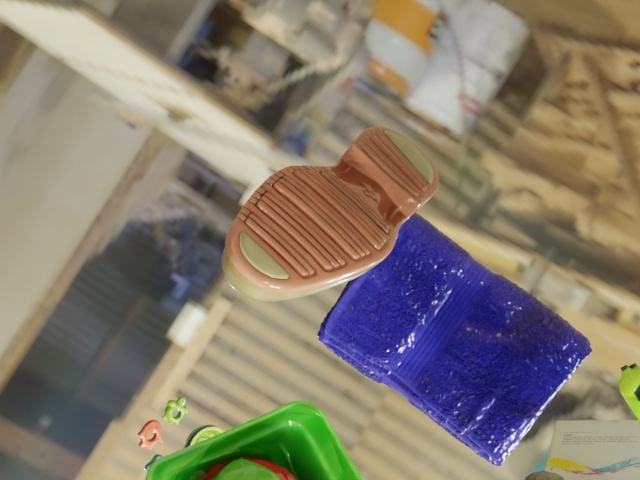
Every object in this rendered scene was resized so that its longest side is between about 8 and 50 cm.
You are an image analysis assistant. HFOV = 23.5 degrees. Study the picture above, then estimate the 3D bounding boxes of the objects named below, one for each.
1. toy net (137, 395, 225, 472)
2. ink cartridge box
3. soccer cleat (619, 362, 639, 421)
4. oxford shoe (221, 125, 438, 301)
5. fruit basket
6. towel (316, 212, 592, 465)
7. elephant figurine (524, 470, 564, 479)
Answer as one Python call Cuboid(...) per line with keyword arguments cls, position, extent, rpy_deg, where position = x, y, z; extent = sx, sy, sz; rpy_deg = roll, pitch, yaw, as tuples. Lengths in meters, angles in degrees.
Cuboid(cls="toy net", position=(-0.237, 0.342, 2.205), extent=(0.122, 0.232, 0.045), rpy_deg=(48, 165, -30))
Cuboid(cls="ink cartridge box", position=(0.332, 0.312, 1.798), extent=(0.127, 0.176, 0.128), rpy_deg=(-3, 127, 22))
Cuboid(cls="soccer cleat", position=(0.401, 0.136, 1.632), extent=(0.060, 0.179, 0.072), rpy_deg=(-4, -114, -55))
Cuboid(cls="oxford shoe", position=(0.000, 0.000, 1.657), extent=(0.140, 0.146, 0.397), rpy_deg=(47, -148, 9))
Cuboid(cls="fruit basket", position=(-0.007, 0.338, 1.514), extent=(0.283, 0.392, 0.392), rpy_deg=(-19, -144, -41))
Cuboid(cls="towel", position=(0.167, 0.132, 1.992), extent=(0.308, 0.228, 0.076), rpy_deg=(35, -157, 5))
Cuboid(cls="elephant figurine", position=(0.284, 0.317, 1.480), extent=(0.239, 0.169, 0.186), rpy_deg=(17, 163, 17))
